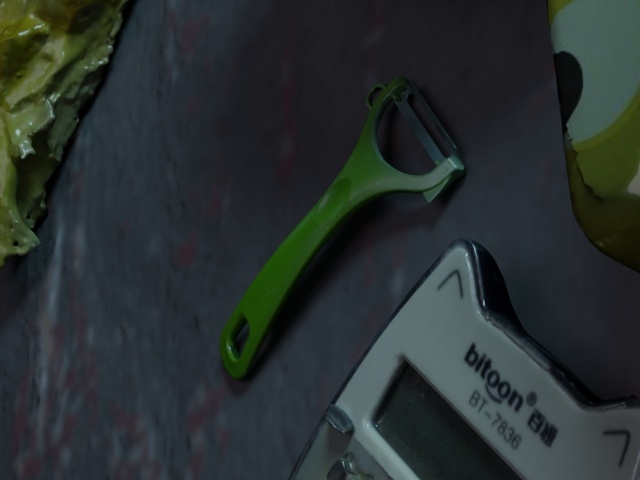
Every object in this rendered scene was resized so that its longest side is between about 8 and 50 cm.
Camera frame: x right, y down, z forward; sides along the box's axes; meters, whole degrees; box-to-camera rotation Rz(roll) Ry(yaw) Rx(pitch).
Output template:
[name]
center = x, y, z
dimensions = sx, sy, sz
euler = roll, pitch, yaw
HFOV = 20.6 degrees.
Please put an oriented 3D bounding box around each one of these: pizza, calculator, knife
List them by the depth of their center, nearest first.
[calculator]
center = 0.036, 0.144, 0.704
dimensions = 0.268, 0.040, 0.177
euler = -59, 41, 14
[knife]
center = -0.002, -0.001, 0.819
dimensions = 0.166, 0.023, 0.078
euler = -49, 40, 22
[pizza]
center = -0.180, -0.117, 1.020
dimensions = 0.280, 0.075, 0.287
euler = -20, 61, 43

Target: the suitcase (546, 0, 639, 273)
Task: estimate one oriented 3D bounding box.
[suitcase]
center = 0.179, -0.095, 0.563
dimensions = 0.194, 0.143, 0.234
euler = -24, 58, 40
